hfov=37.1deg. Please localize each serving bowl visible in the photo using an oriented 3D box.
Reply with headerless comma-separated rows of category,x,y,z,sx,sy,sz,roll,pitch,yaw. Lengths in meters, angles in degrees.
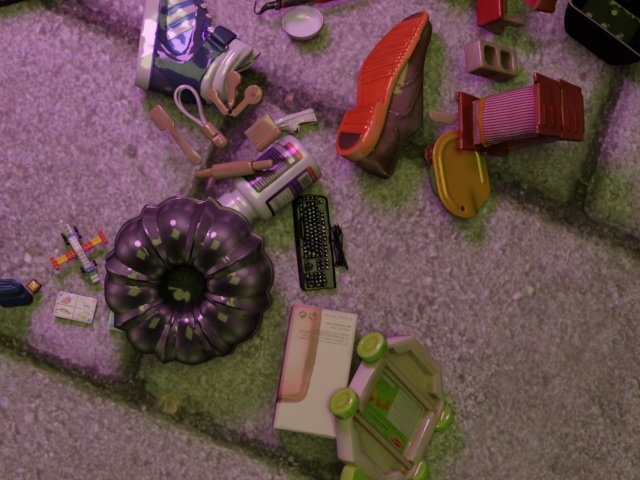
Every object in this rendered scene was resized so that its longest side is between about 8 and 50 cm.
serving bowl,-0.036,-0.439,1.950,0.083,0.027,0.083,-1,60,2

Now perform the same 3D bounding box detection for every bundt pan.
bundt pan,-0.250,0.083,1.767,0.330,0.124,0.331,0,97,0

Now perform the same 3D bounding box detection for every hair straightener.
hair straightener,-0.031,-0.513,1.963,0.230,0.047,0.089,-20,49,-5

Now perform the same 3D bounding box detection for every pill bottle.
pill bottle,-0.103,-0.107,1.862,0.193,0.108,0.108,-39,86,-8

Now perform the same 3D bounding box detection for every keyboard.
keyboard,0.000,0.000,1.888,0.100,0.038,0.192,-6,83,-5

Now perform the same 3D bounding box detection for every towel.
towel,-0.586,0.097,1.798,0.067,0.119,0.029,-4,72,-4

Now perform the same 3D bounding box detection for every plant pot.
plant pot,0.603,-0.462,1.929,0.188,0.167,0.187,37,81,3

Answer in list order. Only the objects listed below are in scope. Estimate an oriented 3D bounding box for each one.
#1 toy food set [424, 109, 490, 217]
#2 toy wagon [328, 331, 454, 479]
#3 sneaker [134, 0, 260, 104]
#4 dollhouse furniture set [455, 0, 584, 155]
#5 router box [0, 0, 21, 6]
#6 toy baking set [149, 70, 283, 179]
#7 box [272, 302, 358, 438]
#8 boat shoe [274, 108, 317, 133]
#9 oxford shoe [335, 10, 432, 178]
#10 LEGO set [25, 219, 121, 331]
toy food set,0.264,-0.147,1.917,0.128,0.071,0.218,-4,83,-28
toy wagon,0.113,0.343,1.737,0.267,0.068,0.344,48,59,-33
sneaker,-0.232,-0.426,1.902,0.236,0.130,0.323,10,78,-10
dollhouse furniture set,0.379,-0.360,1.859,0.152,0.201,0.374,5,80,-41
router box,-0.597,-0.617,1.921,0.308,0.081,0.243,-16,82,-6
toy baking set,-0.195,-0.211,1.817,0.256,0.030,0.197,-11,94,19
box,-0.011,0.245,1.794,0.126,0.148,0.232,10,81,-1
boat shoe,-0.054,-0.233,1.922,0.100,0.035,0.035,-20,80,-13
oxford shoe,0.151,-0.293,1.920,0.132,0.130,0.364,35,71,-31
LEGO set,-0.436,0.070,1.840,0.244,0.060,0.182,13,80,-5
